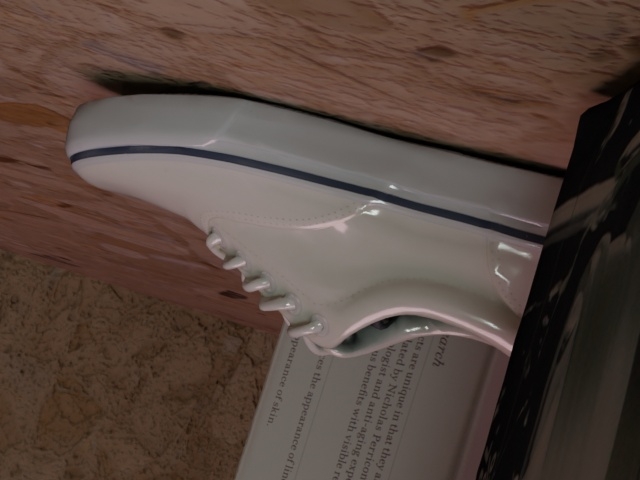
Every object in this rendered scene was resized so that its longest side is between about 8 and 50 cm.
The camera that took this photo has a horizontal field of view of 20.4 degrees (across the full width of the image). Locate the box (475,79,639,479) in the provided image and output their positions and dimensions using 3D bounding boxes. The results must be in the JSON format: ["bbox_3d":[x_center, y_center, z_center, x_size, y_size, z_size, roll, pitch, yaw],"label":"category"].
[{"bbox_3d":[0.170,0.198,0.314,0.297,0.480,0.472,17,173,-2],"label":"box"}]

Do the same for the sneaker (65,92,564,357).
[{"bbox_3d":[0.000,0.000,0.745,0.258,0.091,0.094,13,173,23],"label":"sneaker"}]

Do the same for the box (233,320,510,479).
[{"bbox_3d":[0.066,0.085,0.913,0.119,0.182,0.181,14,173,31],"label":"box"}]
